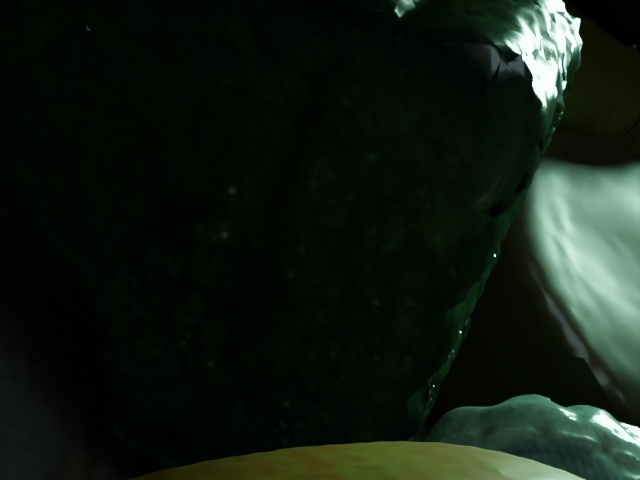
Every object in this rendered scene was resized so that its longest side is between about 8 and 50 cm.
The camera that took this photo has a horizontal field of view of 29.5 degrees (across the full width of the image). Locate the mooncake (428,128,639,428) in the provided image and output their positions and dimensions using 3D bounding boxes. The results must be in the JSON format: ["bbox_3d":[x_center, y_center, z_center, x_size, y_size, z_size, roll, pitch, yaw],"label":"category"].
[{"bbox_3d":[0.195,0.068,0.902,0.284,0.155,0.284,25,45,-28],"label":"mooncake"}]

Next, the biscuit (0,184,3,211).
[{"bbox_3d":[-0.280,-0.016,0.583,0.250,0.046,0.147,24,44,-31],"label":"biscuit"}]

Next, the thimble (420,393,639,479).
[{"bbox_3d":[0.119,0.213,0.650,0.250,0.205,0.172,65,28,-29],"label":"thimble"}]

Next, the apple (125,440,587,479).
[{"bbox_3d":[0.010,0.250,0.373,0.391,0.391,0.346,22,37,-32],"label":"apple"}]

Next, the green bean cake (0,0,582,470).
[{"bbox_3d":[-0.052,-0.038,0.642,0.308,0.300,0.169,27,31,9],"label":"green bean cake"}]

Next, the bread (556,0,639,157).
[{"bbox_3d":[0.178,-0.156,1.025,0.376,0.251,0.208,17,81,-37],"label":"bread"}]
